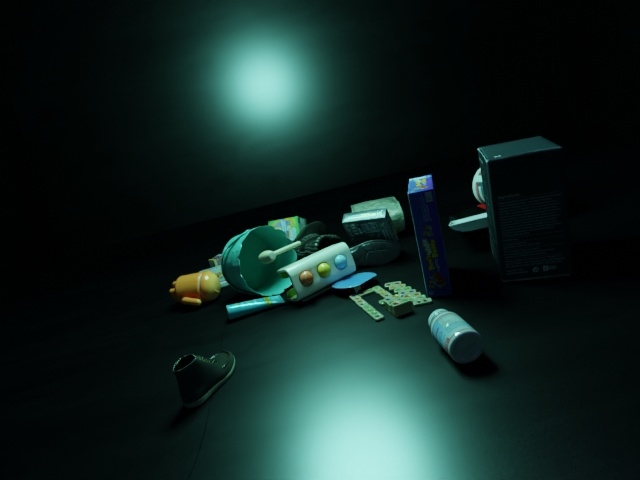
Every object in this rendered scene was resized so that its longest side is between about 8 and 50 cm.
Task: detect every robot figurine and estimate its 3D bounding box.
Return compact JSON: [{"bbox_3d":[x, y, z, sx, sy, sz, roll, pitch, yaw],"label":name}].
[{"bbox_3d":[-0.510,0.199,1.887,0.219,0.128,0.158,-11,1,13],"label":"robot figurine"}]

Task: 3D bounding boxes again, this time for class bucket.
[{"bbox_3d":[-0.250,0.084,1.812,0.281,0.281,0.183,-26,11,-36],"label":"bucket"}]

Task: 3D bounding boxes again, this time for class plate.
[{"bbox_3d":[0.651,-0.081,1.790,0.277,0.045,0.278,-13,1,18],"label":"plate"}]

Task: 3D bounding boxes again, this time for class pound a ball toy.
[{"bbox_3d":[-0.041,0.085,1.686,0.319,0.208,0.135,-23,5,-30],"label":"pound a ball toy"}]

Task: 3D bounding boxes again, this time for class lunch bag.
[{"bbox_3d":[0.273,-0.102,2.188,0.235,0.169,0.287,-12,11,6],"label":"lunch bag"}]

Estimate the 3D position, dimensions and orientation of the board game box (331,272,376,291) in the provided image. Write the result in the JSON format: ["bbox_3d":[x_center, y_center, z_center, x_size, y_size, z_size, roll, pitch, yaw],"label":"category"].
[{"bbox_3d":[0.125,0.159,1.663,0.133,0.033,0.168,-6,12,43],"label":"board game box"}]

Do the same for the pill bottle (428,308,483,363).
[{"bbox_3d":[0.330,0.231,1.134,0.087,0.087,0.160,-15,15,-5],"label":"pill bottle"}]

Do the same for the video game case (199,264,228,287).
[{"bbox_3d":[-0.471,0.167,2.147,0.204,0.025,0.285,-16,16,-11],"label":"video game case"}]

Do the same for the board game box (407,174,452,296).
[{"bbox_3d":[0.361,-0.021,1.502,0.078,0.347,0.233,-10,16,16],"label":"board game box"}]

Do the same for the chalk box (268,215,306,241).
[{"bbox_3d":[-0.142,-0.044,2.339,0.213,0.132,0.132,-8,-8,19],"label":"chalk box"}]

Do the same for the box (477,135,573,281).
[{"bbox_3d":[0.653,-0.111,1.475,0.211,0.396,0.293,-9,17,17],"label":"box"}]

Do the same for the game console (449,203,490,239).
[{"bbox_3d":[0.791,-0.104,1.989,0.341,0.060,0.386,-20,15,-3],"label":"game console"}]

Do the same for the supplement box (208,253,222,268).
[{"bbox_3d":[-0.528,0.109,2.339,0.043,0.055,0.083,-3,18,34],"label":"supplement box"}]

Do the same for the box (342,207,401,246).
[{"bbox_3d":[0.213,-0.026,1.868,0.183,0.233,0.059,-7,48,25],"label":"box"}]

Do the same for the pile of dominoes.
[{"bbox_3d":[0.222,0.179,1.494,0.195,0.040,0.251,-18,17,-14],"label":"pile of dominoes"}]

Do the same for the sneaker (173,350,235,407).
[{"bbox_3d":[-0.309,0.339,1.243,0.083,0.118,0.222,-8,17,20],"label":"sneaker"}]

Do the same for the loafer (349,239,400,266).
[{"bbox_3d":[0.172,0.054,1.856,0.302,0.109,0.095,-15,11,7],"label":"loafer"}]

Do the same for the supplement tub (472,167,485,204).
[{"bbox_3d":[0.812,-0.239,1.954,0.191,0.191,0.272,-20,15,-21],"label":"supplement tub"}]

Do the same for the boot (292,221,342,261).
[{"bbox_3d":[0.001,0.004,2.061,0.260,0.131,0.348,-16,21,42],"label":"boot"}]

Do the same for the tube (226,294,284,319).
[{"bbox_3d":[-0.239,0.240,1.671,0.207,0.052,0.080,-13,22,-17],"label":"tube"}]
